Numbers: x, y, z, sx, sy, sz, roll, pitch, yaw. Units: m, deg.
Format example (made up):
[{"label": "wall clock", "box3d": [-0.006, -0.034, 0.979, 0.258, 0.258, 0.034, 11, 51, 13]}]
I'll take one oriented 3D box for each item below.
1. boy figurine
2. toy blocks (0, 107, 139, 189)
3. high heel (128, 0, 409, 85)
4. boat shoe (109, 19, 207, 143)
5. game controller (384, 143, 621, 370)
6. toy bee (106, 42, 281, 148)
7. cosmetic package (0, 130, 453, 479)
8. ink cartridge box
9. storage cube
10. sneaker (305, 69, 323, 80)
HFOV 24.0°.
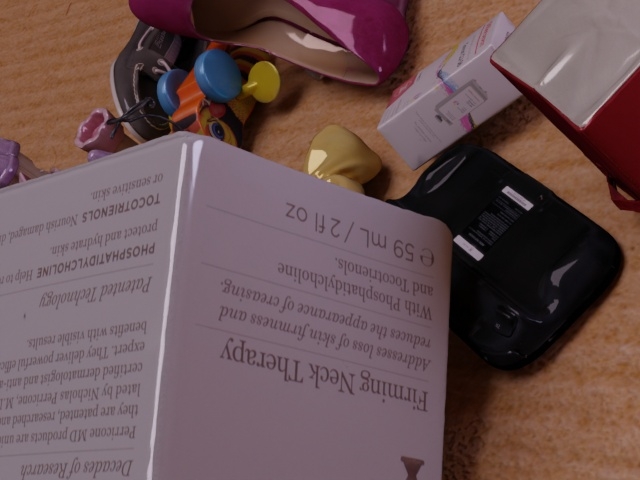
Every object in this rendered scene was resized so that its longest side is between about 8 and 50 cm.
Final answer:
[{"label": "boy figurine", "box3d": [0.000, 0.000, 1.657, 0.177, 0.092, 0.285, -39, 30, 46]}, {"label": "toy blocks", "box3d": [-0.359, -0.025, 1.973, 0.309, 0.260, 0.288, -50, 33, 4]}, {"label": "high heel", "box3d": [-0.077, -0.264, 1.857, 0.377, 0.127, 0.181, -1, 45, 18]}, {"label": "boat shoe", "box3d": [-0.221, -0.261, 2.146, 0.095, 0.112, 0.335, -35, 27, 24]}, {"label": "game controller", "box3d": [0.165, 0.006, 1.491, 0.166, 0.067, 0.319, -38, 33, -4]}, {"label": "toy bee", "box3d": [-0.147, -0.159, 1.969, 0.298, 0.162, 0.195, -40, 16, -28]}, {"label": "cosmetic package", "box3d": [-0.111, 0.158, 1.343, 0.327, 0.329, 0.394, -12, 69, 45]}, {"label": "ink cartridge box", "box3d": [0.162, -0.171, 1.610, 0.198, 0.067, 0.115, -35, 15, 25]}, {"label": "storage cube", "box3d": [0.301, -0.142, 1.325, 0.215, 0.193, 0.183, -47, 33, 7]}, {"label": "sneaker", "box3d": [0.004, -0.271, 1.947, 0.061, 0.053, 0.152, -25, 41, 32]}]
